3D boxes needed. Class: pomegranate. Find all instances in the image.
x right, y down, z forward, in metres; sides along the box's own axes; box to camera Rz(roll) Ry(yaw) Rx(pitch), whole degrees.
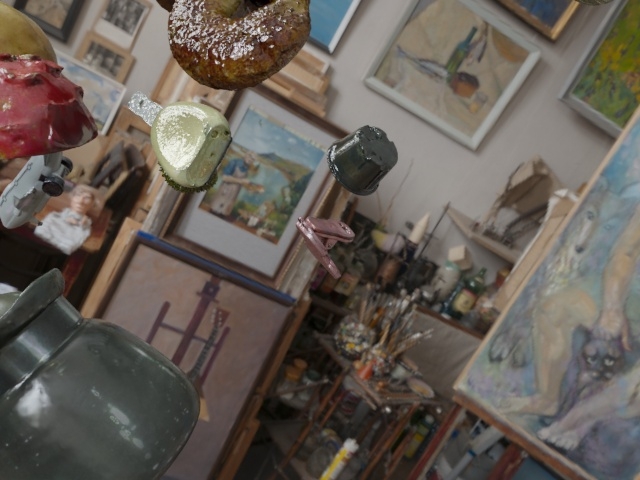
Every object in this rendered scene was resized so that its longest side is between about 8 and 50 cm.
[{"bbox_3d":[-0.617,-0.335,1.085,0.233,0.233,0.233,29,13,-8],"label":"pomegranate"}]

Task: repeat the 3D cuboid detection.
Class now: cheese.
[{"bbox_3d":[-0.244,-0.184,0.919,0.251,0.127,0.054,36,9,34],"label":"cheese"}]

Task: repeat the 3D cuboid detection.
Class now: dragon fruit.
[{"bbox_3d":[-0.472,-0.218,0.957,0.189,0.163,0.262,30,27,5],"label":"dragon fruit"}]

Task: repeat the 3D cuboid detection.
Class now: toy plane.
[{"bbox_3d":[-0.571,-0.110,1.137,0.101,0.255,0.251,24,31,-25],"label":"toy plane"}]

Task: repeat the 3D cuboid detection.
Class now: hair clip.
[{"bbox_3d":[-0.006,0.009,1.144,0.138,0.102,0.123,6,32,-50],"label":"hair clip"}]

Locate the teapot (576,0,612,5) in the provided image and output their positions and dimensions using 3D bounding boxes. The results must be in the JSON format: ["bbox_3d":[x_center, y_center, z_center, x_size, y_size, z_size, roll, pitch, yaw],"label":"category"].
[{"bbox_3d":[0.537,-0.560,1.096,0.163,0.178,0.221,56,-18,-22],"label":"teapot"}]

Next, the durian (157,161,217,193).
[{"bbox_3d":[-0.332,-0.205,1.402,0.146,0.198,0.159,-24,35,-16],"label":"durian"}]

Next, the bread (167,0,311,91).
[{"bbox_3d":[-0.095,-0.257,0.651,0.193,0.193,0.064,39,-4,30],"label":"bread"}]

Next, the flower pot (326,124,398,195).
[{"bbox_3d":[0.108,-0.198,1.341,0.157,0.107,0.157,21,53,-30],"label":"flower pot"}]

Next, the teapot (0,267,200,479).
[{"bbox_3d":[-0.296,0.144,0.675,0.285,0.223,0.305,52,22,-15],"label":"teapot"}]

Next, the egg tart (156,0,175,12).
[{"bbox_3d":[-0.220,-0.471,0.955,0.202,0.202,0.147,13,57,-52],"label":"egg tart"}]
